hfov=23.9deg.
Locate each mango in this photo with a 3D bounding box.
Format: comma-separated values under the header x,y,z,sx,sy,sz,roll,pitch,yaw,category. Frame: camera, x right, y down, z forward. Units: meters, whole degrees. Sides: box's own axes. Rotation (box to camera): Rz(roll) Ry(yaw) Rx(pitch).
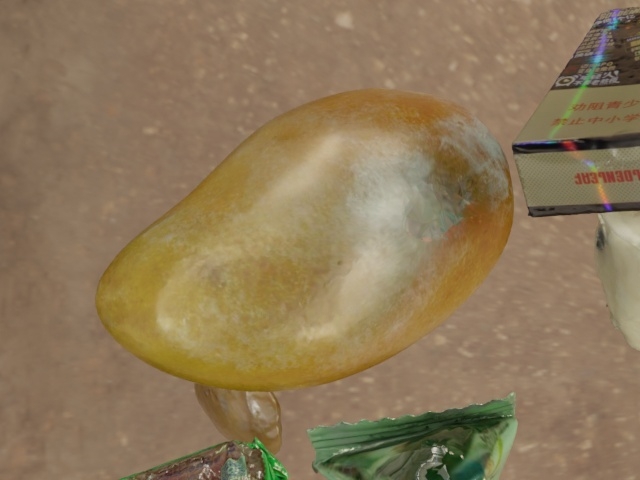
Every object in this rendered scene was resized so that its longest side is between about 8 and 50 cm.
x,y,z,sx,sy,sz,roll,pitch,yaw,category
0.000,0.000,1.242,0.199,0.384,0.222,9,117,63,mango

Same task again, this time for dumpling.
x,y,z,sx,sy,sz,roll,pitch,yaw,category
0.417,0.031,1.634,0.242,0.318,0.187,4,61,30,dumpling

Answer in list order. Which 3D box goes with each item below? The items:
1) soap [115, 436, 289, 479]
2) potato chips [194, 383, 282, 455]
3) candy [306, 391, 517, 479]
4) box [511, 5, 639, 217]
x,y,z,sx,sy,sz,roll,pitch,yaw,category
-0.164,0.297,1.478,0.273,0.098,0.218,-19,34,11,soap
-0.122,0.206,2.001,0.208,0.061,0.195,42,143,41,potato chips
0.151,0.380,1.720,0.262,0.172,0.398,-17,55,3,candy
0.329,-0.137,1.471,0.198,0.310,0.084,-3,120,31,box
